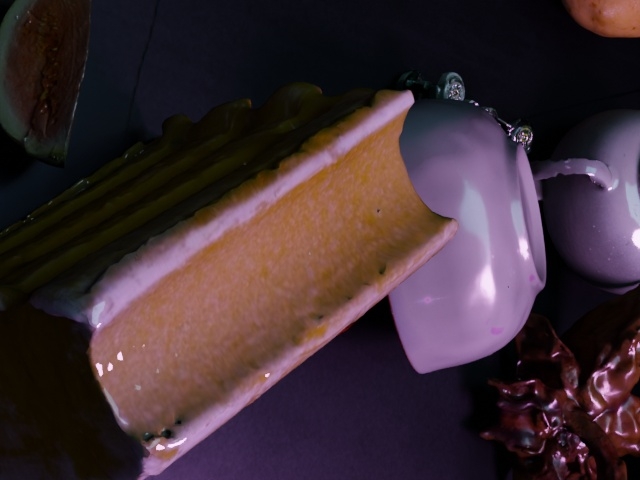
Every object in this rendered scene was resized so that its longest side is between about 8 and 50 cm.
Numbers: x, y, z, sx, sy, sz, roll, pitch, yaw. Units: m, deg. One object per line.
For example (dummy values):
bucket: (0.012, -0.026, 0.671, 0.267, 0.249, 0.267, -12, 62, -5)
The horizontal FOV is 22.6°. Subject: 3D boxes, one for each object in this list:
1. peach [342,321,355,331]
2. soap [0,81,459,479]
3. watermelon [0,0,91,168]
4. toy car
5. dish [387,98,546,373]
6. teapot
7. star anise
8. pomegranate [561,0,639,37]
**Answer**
peach: (0.004, -0.001, 1.354, 0.127, 0.092, 0.172, -10, 89, -47)
soap: (-0.112, 0.023, 1.104, 0.335, 0.293, 0.156, -36, 112, -42)
watermelon: (-0.210, -0.129, 1.188, 0.069, 0.087, 0.163, 8, 74, -11)
toy car: (0.135, -0.114, 1.514, 0.143, 0.073, 0.054, 27, 84, -39)
dish: (0.127, -0.012, 1.385, 0.256, 0.117, 0.256, -10, 90, -76)
teapot: (0.322, -0.042, 1.631, 0.294, 0.129, 0.193, 12, 73, -35)
star anise: (0.257, 0.201, 1.532, 0.237, 0.148, 0.346, 30, 55, -35)
pomegranate: (0.321, -0.300, 1.646, 0.196, 0.196, 0.196, 8, 78, -43)
